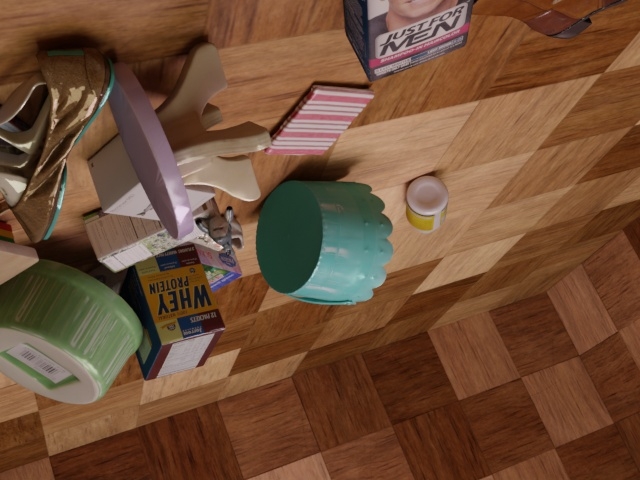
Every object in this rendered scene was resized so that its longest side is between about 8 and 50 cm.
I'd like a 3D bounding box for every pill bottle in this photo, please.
[{"bbox_3d":[0.266,-0.083,2.108,0.103,0.103,0.184,-22,160,-3],"label":"pill bottle"}]

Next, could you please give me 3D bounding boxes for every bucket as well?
[{"bbox_3d":[0.000,0.000,1.795,0.183,0.281,0.281,6,147,-38],"label":"bucket"}]

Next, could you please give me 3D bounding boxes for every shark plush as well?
[{"bbox_3d":[-0.191,0.001,1.591,0.073,0.067,0.161,-20,160,-15],"label":"shark plush"}]

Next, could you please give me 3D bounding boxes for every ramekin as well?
[{"bbox_3d":[-0.514,0.187,1.635,0.303,0.148,0.303,14,142,11],"label":"ramekin"}]

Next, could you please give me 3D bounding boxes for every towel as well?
[{"bbox_3d":[-0.007,-0.223,1.561,0.144,0.029,0.197,-5,151,-41],"label":"towel"}]

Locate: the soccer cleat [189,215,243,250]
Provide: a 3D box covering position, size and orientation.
[{"bbox_3d":[-0.237,-0.014,1.769,0.196,0.076,0.068,0,150,-48],"label":"soccer cleat"}]

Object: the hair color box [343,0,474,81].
[{"bbox_3d":[0.125,-0.378,1.185,0.174,0.105,0.347,-22,160,-3],"label":"hair color box"}]

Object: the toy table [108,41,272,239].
[{"bbox_3d":[-0.195,-0.153,1.252,0.161,0.252,0.274,-26,130,-20],"label":"toy table"}]

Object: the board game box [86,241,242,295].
[{"bbox_3d":[-0.389,0.103,1.918,0.318,0.066,0.318,-30,159,18],"label":"board game box"}]

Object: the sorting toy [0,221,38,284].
[{"bbox_3d":[-0.662,0.033,1.404,0.257,0.089,0.255,-29,160,16],"label":"sorting toy"}]

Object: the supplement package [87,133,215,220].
[{"bbox_3d":[-0.286,-0.106,1.435,0.105,0.105,0.179,-33,158,28],"label":"supplement package"}]

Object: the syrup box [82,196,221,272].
[{"bbox_3d":[-0.314,-0.036,1.596,0.237,0.096,0.093,-25,162,-2],"label":"syrup box"}]

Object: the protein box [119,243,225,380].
[{"bbox_3d":[-0.312,0.150,1.733,0.136,0.200,0.201,-12,156,-28],"label":"protein box"}]

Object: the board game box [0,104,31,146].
[{"bbox_3d":[-0.512,-0.154,1.177,0.145,0.027,0.281,-26,160,4],"label":"board game box"}]

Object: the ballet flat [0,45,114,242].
[{"bbox_3d":[-0.403,-0.134,1.186,0.124,0.116,0.342,6,135,-35],"label":"ballet flat"}]

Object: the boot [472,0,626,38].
[{"bbox_3d":[0.392,-0.449,1.375,0.280,0.096,0.264,3,156,-38],"label":"boot"}]

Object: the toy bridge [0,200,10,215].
[{"bbox_3d":[-0.483,-0.088,1.383,0.188,0.026,0.063,-32,160,25],"label":"toy bridge"}]
